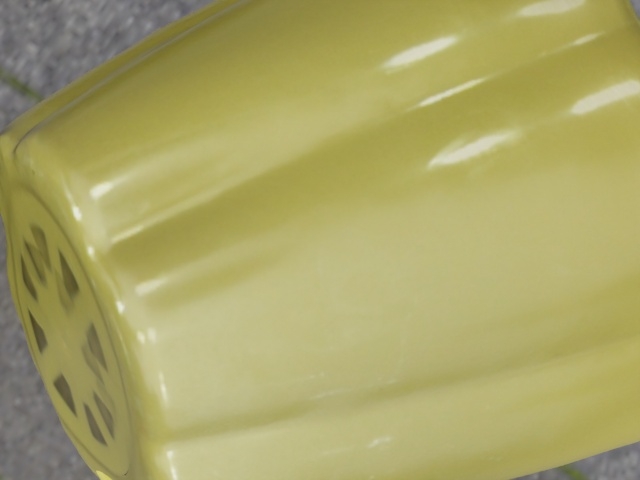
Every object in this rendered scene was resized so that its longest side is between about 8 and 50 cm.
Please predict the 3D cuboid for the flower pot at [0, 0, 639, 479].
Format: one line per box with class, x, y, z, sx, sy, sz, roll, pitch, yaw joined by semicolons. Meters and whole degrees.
flower pot;0.000;0.000;0.624;0.179;0.195;0.195;-19;129;-20
